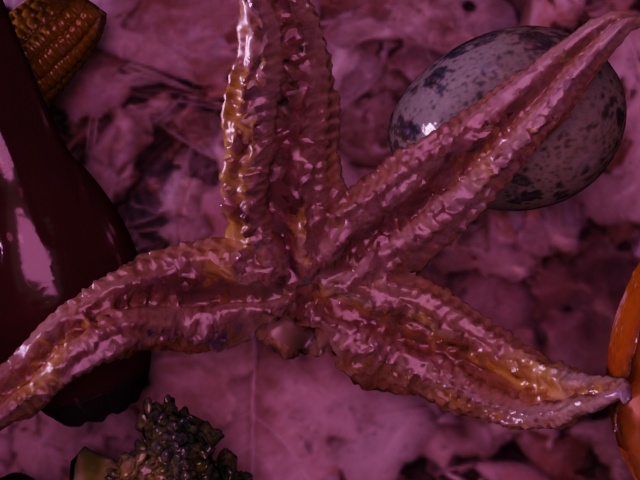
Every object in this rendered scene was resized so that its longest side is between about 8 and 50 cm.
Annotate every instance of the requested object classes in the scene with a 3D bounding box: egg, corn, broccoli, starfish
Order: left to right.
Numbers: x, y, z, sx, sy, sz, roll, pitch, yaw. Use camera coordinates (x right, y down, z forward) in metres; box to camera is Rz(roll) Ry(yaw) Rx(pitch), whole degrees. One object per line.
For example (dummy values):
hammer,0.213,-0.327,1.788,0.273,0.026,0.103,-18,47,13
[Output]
corn,-0.262,-0.109,0.851,0.080,0.080,0.231,41,87,9
broccoli,-0.125,0.199,0.778,0.160,0.167,0.154,15,46,33
starfish,0.004,-0.001,0.696,0.398,0.132,0.384,18,103,7
egg,0.134,-0.086,0.794,0.172,0.132,0.132,-8,80,13

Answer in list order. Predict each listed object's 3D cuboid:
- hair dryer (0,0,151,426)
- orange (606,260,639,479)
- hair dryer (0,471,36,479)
hair dryer,-0.312,0.023,0.787,0.340,0.123,0.313,-22,97,0
orange,0.347,0.067,0.695,0.310,0.274,0.274,-12,79,28
hair dryer,-0.327,0.190,0.780,0.251,0.197,0.089,36,128,30
